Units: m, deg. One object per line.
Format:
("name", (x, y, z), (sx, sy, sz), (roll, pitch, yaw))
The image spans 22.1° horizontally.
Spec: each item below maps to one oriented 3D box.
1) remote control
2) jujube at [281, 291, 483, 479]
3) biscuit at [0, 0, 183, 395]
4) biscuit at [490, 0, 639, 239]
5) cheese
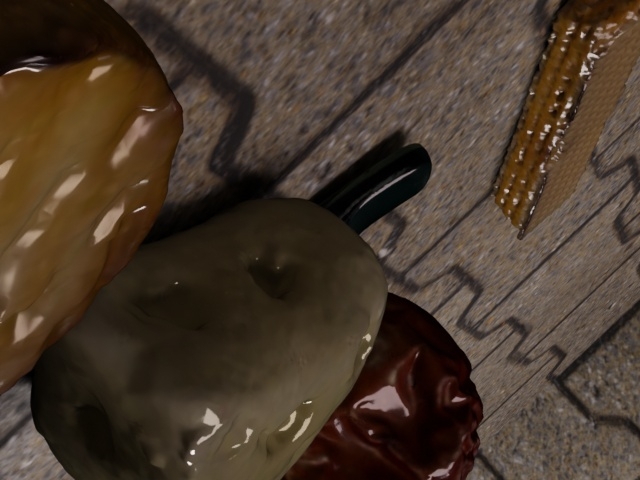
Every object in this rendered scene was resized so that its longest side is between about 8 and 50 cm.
("remote control", (0.000, 0.000, 1.299), (0.222, 0.042, 0.072), (-39, 167, -11))
("jujube", (0.006, 0.148, 1.378), (0.216, 0.216, 0.342), (-38, -177, -14))
("biscuit", (-0.195, -0.003, 0.728), (0.296, 0.102, 0.296), (-37, 160, -16))
("biscuit", (0.230, -0.122, 1.507), (0.094, 0.054, 0.379), (-38, 163, -19))
("cheese", (-0.080, 0.095, 1.139), (0.251, 0.173, 0.248), (-35, 162, -42))
